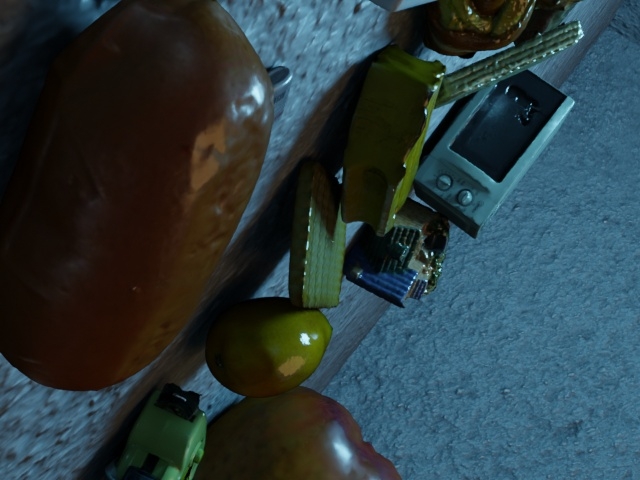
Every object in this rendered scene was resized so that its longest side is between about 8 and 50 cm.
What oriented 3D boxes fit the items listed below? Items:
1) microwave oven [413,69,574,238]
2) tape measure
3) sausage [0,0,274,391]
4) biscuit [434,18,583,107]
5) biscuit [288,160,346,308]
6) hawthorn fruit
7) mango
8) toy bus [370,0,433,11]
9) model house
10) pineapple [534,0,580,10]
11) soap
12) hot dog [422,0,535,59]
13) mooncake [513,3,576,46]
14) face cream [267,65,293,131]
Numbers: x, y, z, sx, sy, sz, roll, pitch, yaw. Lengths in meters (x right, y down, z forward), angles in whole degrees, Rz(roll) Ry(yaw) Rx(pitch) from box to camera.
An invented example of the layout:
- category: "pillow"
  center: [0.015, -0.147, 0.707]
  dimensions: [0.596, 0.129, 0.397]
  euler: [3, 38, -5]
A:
- category: "microwave oven"
  center: [0.327, -0.180, 1.571]
  dimensions: [0.295, 0.181, 0.237]
  euler: [-53, 170, 0]
- category: "tape measure"
  center: [-0.215, 0.294, 1.014]
  dimensions: [0.200, 0.106, 0.175]
  euler: [110, 6, -60]
- category: "sausage"
  center: [-0.112, -0.016, 0.447]
  dimensions: [0.258, 0.133, 0.133]
  euler: [-59, 168, 30]
- category: "biscuit"
  center: [0.227, -0.223, 1.017]
  dimensions: [0.199, 0.041, 0.121]
  euler: [-25, -178, -10]
- category: "biscuit"
  center: [0.000, 0.000, 1.008]
  dimensions: [0.254, 0.029, 0.172]
  euler: [24, 71, -77]
- category: "hawthorn fruit"
  center: [-0.062, 0.508, 1.423]
  dimensions: [0.472, 0.471, 0.472]
  euler: [-50, 168, -14]
- category: "mango"
  center: [-0.065, 0.131, 1.027]
  dimensions: [0.221, 0.151, 0.121]
  euler: [-21, 108, -80]
- category: "toy bus"
  center: [0.113, -0.274, 0.640]
  dimensions: [0.297, 0.106, 0.131]
  euler: [-34, 160, -54]
- category: "model house"
  center: [0.142, 0.031, 1.536]
  dimensions: [0.172, 0.166, 0.183]
  euler: [-32, 144, -53]
- category: "pineapple"
  center: [0.266, -0.378, 0.885]
  dimensions: [0.170, 0.141, 0.310]
  euler: [-44, 163, 7]
- category: "soap"
  center: [0.084, -0.123, 0.957]
  dimensions: [0.257, 0.080, 0.160]
  euler: [89, 22, -70]
- category: "hot dog"
  center: [0.180, -0.257, 0.898]
  dimensions: [0.123, 0.093, 0.261]
  euler: [-12, 172, 4]
- category: "mooncake"
  center: [0.291, -0.344, 1.096]
  dimensions: [0.073, 0.130, 0.125]
  euler: [-14, 155, -17]
- category: "face cream"
  center: [-0.046, -0.111, 0.685]
  dimensions: [0.040, 0.021, 0.083]
  euler: [-45, 166, -37]
